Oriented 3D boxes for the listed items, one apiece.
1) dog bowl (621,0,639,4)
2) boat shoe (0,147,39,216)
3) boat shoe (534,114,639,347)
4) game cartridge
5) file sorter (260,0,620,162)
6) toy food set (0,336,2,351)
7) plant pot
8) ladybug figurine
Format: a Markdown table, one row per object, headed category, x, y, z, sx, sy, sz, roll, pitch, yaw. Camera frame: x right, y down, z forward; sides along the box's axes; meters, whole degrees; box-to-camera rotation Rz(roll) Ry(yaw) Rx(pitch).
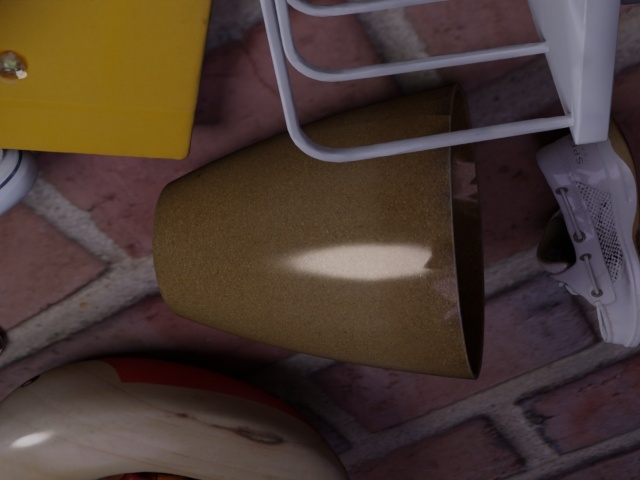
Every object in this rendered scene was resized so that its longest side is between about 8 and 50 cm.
| category | x | y | z | sx | sy | sz | roll | pitch | yaw |
| --- | --- | --- | --- | --- | --- | --- | --- | --- | --- |
| dog bowl | 0.194 | -0.267 | 0.553 | 0.104 | 0.265 | 0.265 | -11 | 138 | -2 |
| boat shoe | -0.342 | -0.038 | 0.833 | 0.226 | 0.083 | 0.076 | -19 | 139 | 11 |
| boat shoe | 0.254 | 0.004 | 0.997 | 0.096 | 0.098 | 0.277 | -16 | 129 | 7 |
| game cartridge | -0.213 | -0.197 | 0.715 | 0.285 | 0.053 | 0.324 | 3 | 134 | -14 |
| file sorter | 0.051 | -0.208 | 0.587 | 0.173 | 0.278 | 0.193 | -8 | 138 | 3 |
| toy food set | -0.361 | 0.105 | 1.035 | 0.083 | 0.020 | 0.082 | -25 | 136 | 16 |
| plant pot | 0.000 | 0.000 | 0.866 | 0.254 | 0.237 | 0.237 | -3 | 140 | 15 |
| ladybug figurine | -0.160 | 0.249 | 1.121 | 0.449 | 0.162 | 0.305 | 25 | 122 | -32 |
